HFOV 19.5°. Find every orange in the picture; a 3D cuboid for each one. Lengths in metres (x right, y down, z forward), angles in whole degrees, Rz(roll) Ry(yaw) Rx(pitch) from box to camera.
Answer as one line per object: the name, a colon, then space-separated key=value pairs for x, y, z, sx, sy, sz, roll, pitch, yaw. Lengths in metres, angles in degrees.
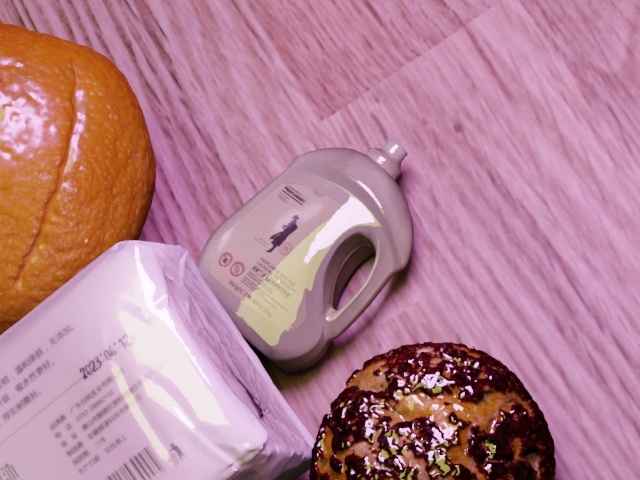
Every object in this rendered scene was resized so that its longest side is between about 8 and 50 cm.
orange: x=-0.335 y=-0.043 z=1.932 sx=0.322 sy=0.322 sz=0.357 roll=18 pitch=93 yaw=28

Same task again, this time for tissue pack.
tissue pack: x=-0.219 y=0.201 z=1.803 sx=0.356 sy=0.194 sz=0.266 roll=-37 pitch=75 yaw=12

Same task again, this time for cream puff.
cream puff: x=0.098 y=0.205 z=1.722 sx=0.239 sy=0.165 sz=0.239 roll=-11 pitch=58 yaw=18

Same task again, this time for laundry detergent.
laundry detergent: x=0.000 y=0.000 z=1.904 sx=0.253 sy=0.091 sz=0.181 roll=-48 pitch=61 yaw=-4
